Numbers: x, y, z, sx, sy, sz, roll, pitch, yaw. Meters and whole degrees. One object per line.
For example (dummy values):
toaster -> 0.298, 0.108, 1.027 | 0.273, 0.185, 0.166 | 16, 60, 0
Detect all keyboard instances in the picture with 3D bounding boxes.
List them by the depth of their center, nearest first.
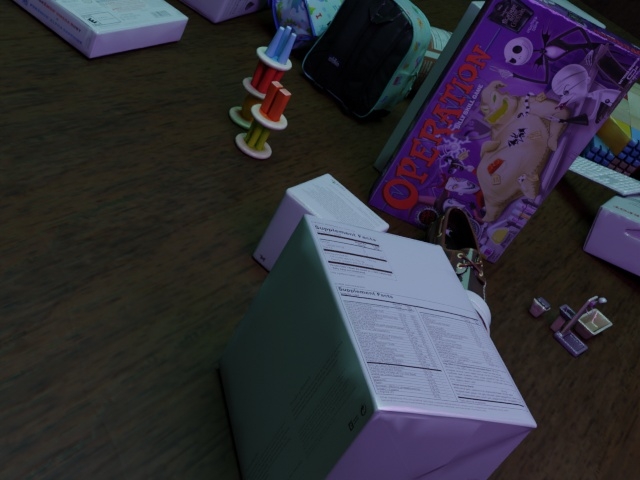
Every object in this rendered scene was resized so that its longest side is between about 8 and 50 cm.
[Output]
keyboard -> 0.475, -0.128, 1.496 | 0.072, 0.014, 0.256 | -4, 23, -27

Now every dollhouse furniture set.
dollhouse furniture set -> 0.357, 0.085, 1.129 | 0.114, 0.081, 0.091 | -13, 52, -48

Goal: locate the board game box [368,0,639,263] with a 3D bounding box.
board game box -> 0.231, -0.142, 1.091 | 0.208, 0.347, 0.056 | 27, 34, -5

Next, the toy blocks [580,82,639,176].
toy blocks -> 0.604, -0.234, 1.724 | 0.381, 0.191, 0.261 | 25, 44, -7

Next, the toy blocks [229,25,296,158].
toy blocks -> -0.067, -0.200, 1.115 | 0.054, 0.148, 0.123 | 13, 35, -25

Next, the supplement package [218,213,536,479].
supplement package -> 0.032, 0.125, 0.696 | 0.149, 0.194, 0.203 | 12, 37, -28

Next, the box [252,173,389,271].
box -> 0.000, 0.000, 0.934 | 0.102, 0.101, 0.087 | 41, 34, 17

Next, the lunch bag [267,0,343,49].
lunch bag -> -0.020, -0.413, 1.458 | 0.129, 0.096, 0.151 | -18, 95, -51

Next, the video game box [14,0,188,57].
video game box -> -0.323, -0.340, 1.197 | 0.187, 0.048, 0.205 | 40, 32, 11

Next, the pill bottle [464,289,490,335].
pill bottle -> 0.132, 0.110, 0.904 | 0.086, 0.086, 0.152 | 37, 33, 11

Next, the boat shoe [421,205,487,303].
boat shoe -> 0.171, 0.034, 1.057 | 0.073, 0.073, 0.207 | 19, 35, -20

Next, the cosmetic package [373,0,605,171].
cosmetic package -> 0.271, -0.230, 1.308 | 0.097, 0.284, 0.377 | 41, 33, 19

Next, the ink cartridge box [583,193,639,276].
ink cartridge box -> 0.546, -0.014, 1.390 | 0.153, 0.087, 0.208 | 28, 28, 26

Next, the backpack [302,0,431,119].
backpack -> 0.089, -0.311, 1.361 | 0.166, 0.188, 0.144 | 43, 34, 21

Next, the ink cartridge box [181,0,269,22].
ink cartridge box -> -0.113, -0.525, 1.459 | 0.129, 0.223, 0.307 | 35, 32, 8

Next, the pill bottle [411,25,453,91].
pill bottle -> 0.184, -0.333, 1.535 | 0.216, 0.121, 0.121 | 6, 39, -35
